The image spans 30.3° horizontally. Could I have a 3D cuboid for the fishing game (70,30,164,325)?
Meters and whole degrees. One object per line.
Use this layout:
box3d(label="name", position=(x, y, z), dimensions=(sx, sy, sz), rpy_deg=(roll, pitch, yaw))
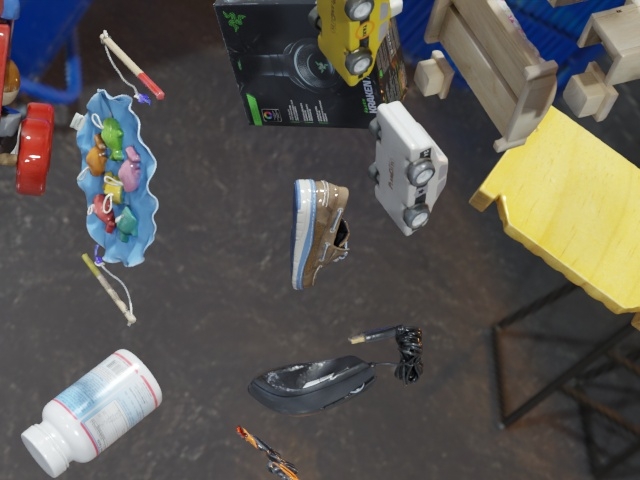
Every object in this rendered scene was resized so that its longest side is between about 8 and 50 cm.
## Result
box3d(label="fishing game", position=(-0.213, -0.063, 1.176), dimensions=(0.041, 0.264, 0.189), rpy_deg=(-8, 37, -32))

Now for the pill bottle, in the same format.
box3d(label="pill bottle", position=(-0.276, 0.210, 1.425), dimensions=(0.160, 0.087, 0.087), rpy_deg=(-38, 82, -26))

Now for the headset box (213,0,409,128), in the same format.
box3d(label="headset box", position=(-0.019, -0.324, 1.974), dimensions=(0.131, 0.283, 0.246), rpy_deg=(-62, 148, -43))

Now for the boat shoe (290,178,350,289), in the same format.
box3d(label="boat shoe", position=(0.000, 0.000, 1.342), dimensions=(0.066, 0.183, 0.066), rpy_deg=(0, 58, -4))

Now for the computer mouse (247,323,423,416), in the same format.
box3d(label="computer mouse", position=(0.028, 0.192, 1.668), dimensions=(0.262, 0.184, 0.060), rpy_deg=(-8, 60, -6))

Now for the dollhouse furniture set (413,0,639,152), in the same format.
box3d(label="dollhouse furniture set", position=(0.281, -0.215, 1.363), dimensions=(0.173, 0.355, 0.303), rpy_deg=(-16, 61, -20))

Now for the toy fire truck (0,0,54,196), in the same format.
box3d(label="toy fire truck", position=(-0.423, -0.200, 1.503), dimensions=(0.169, 0.254, 0.302), rpy_deg=(5, 14, -13))

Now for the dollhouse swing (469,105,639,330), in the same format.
box3d(label="dollhouse swing", position=(0.408, 0.002, 1.947), dimensions=(0.347, 0.305, 0.315), rpy_deg=(37, 59, 4))

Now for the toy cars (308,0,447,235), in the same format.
box3d(label="toy cars", position=(0.083, -0.188, 1.431), dimensions=(0.176, 0.087, 0.394), rpy_deg=(27, -38, 66))

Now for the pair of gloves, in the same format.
box3d(label="pair of gloves", position=(-0.035, 0.194, 1.012), dimensions=(0.074, 0.010, 0.083), rpy_deg=(43, -4, -38))
